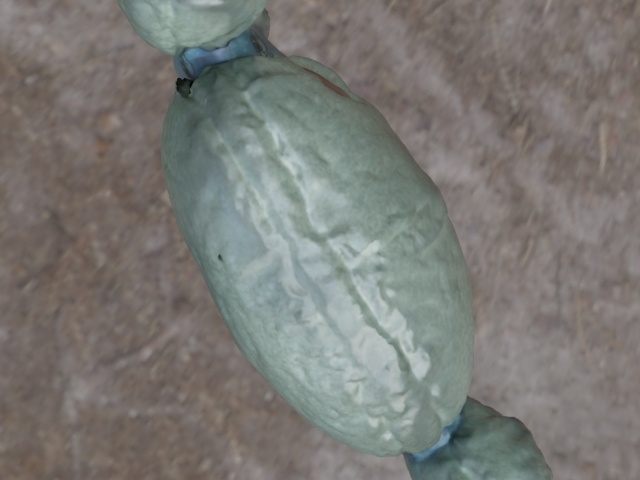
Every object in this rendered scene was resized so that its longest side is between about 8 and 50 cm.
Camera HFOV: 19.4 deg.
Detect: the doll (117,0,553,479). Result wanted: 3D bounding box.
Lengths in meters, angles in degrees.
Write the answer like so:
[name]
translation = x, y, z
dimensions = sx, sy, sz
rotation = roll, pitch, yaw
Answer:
[doll]
translation = 0.000, 0.000, 0.541
dimensions = 0.071, 0.103, 0.214
rotation = -32, 103, -1
